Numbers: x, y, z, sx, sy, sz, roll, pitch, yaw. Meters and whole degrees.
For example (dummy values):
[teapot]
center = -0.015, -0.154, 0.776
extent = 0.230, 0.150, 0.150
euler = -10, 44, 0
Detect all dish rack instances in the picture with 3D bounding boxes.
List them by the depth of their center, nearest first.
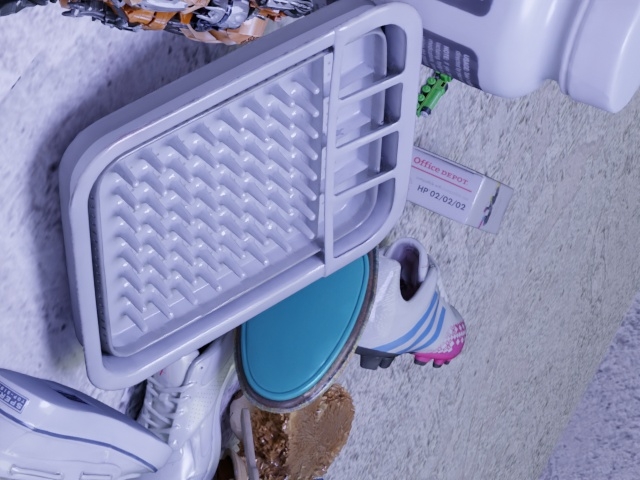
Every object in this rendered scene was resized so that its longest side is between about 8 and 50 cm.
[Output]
[dish rack]
center = -0.071, -0.048, 1.508
extent = 0.332, 0.072, 0.286
euler = -30, 146, -26

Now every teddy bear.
[teddy bear]
center = -0.088, 0.282, 1.933
extent = 0.245, 0.113, 0.338
euler = -2, 114, -47

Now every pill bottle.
[pill bottle]
center = 0.122, -0.223, 1.552
extent = 0.176, 0.318, 0.176
euler = -54, 159, -31

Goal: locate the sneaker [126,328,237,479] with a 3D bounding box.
[sneaker]
center = -0.132, 0.136, 1.694
extent = 0.232, 0.090, 0.115
euler = -71, 156, -13

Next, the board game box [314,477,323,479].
[board game box]
center = -0.036, 0.350, 2.157
extent = 0.201, 0.035, 0.136
euler = 1, 79, -70

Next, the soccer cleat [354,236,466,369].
[soccer cleat]
center = 0.108, 0.068, 2.175
extent = 0.143, 0.116, 0.331
euler = -68, 161, 9

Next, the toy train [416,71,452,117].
[toy train]
center = 0.127, -0.167, 2.085
extent = 0.083, 0.023, 0.017
euler = -57, 159, -25

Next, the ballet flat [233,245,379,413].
[ballet flat]
center = 0.000, 0.000, 1.726
extent = 0.123, 0.123, 0.349
euler = 60, 38, -67

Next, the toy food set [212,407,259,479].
[toy food set]
center = -0.093, 0.255, 1.736
extent = 0.132, 0.038, 0.192
euler = -102, -161, -50

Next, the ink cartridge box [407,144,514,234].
[ink cartridge box]
center = 0.142, -0.060, 2.131
extent = 0.062, 0.104, 0.181
euler = -67, 160, 3

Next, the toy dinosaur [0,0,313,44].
[toy dinosaur]
center = -0.092, -0.176, 1.196
extent = 0.164, 0.218, 0.322
euler = -64, 161, -8

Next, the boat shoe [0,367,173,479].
[boat shoe]
center = -0.208, 0.166, 1.518
extent = 0.084, 0.095, 0.258
euler = -61, 150, -2
